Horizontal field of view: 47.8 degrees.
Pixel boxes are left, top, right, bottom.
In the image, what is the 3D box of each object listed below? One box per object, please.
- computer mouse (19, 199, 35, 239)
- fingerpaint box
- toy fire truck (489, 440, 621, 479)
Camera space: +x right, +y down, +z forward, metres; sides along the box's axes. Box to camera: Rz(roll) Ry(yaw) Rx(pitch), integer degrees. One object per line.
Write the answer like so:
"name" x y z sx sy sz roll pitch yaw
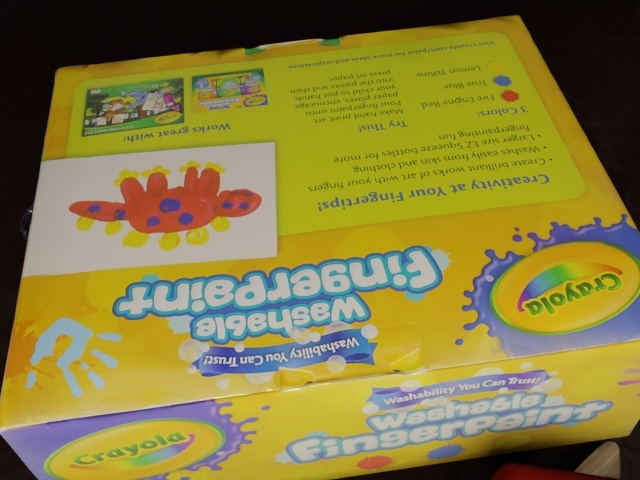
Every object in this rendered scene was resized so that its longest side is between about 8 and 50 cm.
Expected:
"computer mouse" -0.236 -0.072 0.836 0.242 0.041 0.071 -35 59 -13
"fingerpaint box" 0.000 0.000 0.620 0.444 0.163 0.371 -8 50 -3
"toy fire truck" 0.163 0.217 0.489 0.158 0.217 0.246 8 38 3
